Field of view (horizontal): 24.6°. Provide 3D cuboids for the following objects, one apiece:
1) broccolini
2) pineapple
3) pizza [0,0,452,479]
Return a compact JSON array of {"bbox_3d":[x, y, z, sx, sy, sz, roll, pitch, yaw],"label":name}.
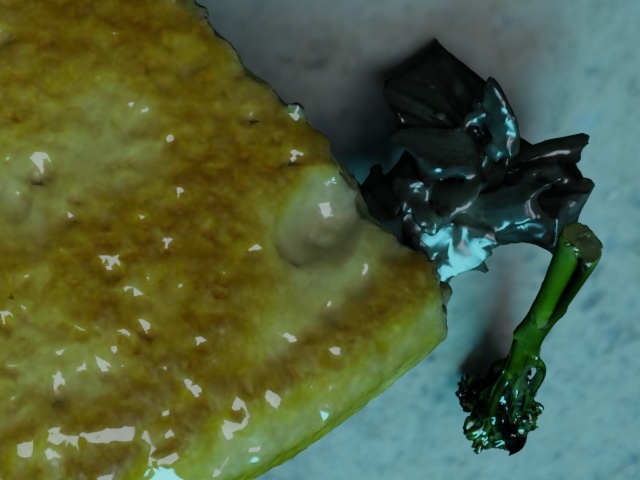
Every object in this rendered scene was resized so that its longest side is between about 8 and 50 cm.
[{"bbox_3d":[0.092,0.040,0.618,0.042,0.044,0.218,-5,154,-7],"label":"broccolini"},{"bbox_3d":[0.000,0.000,0.584,0.237,0.111,0.119,-17,141,-16],"label":"pineapple"},{"bbox_3d":[-0.097,-0.041,0.481,0.279,0.075,0.288,-10,82,-19],"label":"pizza"}]
